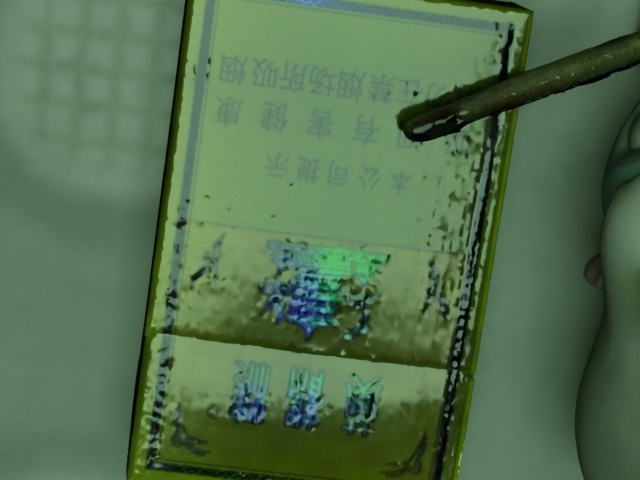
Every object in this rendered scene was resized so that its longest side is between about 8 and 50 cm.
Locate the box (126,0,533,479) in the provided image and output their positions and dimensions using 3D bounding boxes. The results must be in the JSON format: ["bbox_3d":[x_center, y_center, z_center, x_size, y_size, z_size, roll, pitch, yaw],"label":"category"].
[{"bbox_3d":[0.000,0.000,0.756,0.141,0.064,0.220,6,100,-7],"label":"box"}]

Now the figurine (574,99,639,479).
[{"bbox_3d":[0.165,-0.002,0.723,0.127,0.155,0.235,0,98,11],"label":"figurine"}]

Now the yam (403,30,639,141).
[{"bbox_3d":[0.083,-0.060,0.712,0.107,0.014,0.014,-21,102,-8],"label":"yam"}]
